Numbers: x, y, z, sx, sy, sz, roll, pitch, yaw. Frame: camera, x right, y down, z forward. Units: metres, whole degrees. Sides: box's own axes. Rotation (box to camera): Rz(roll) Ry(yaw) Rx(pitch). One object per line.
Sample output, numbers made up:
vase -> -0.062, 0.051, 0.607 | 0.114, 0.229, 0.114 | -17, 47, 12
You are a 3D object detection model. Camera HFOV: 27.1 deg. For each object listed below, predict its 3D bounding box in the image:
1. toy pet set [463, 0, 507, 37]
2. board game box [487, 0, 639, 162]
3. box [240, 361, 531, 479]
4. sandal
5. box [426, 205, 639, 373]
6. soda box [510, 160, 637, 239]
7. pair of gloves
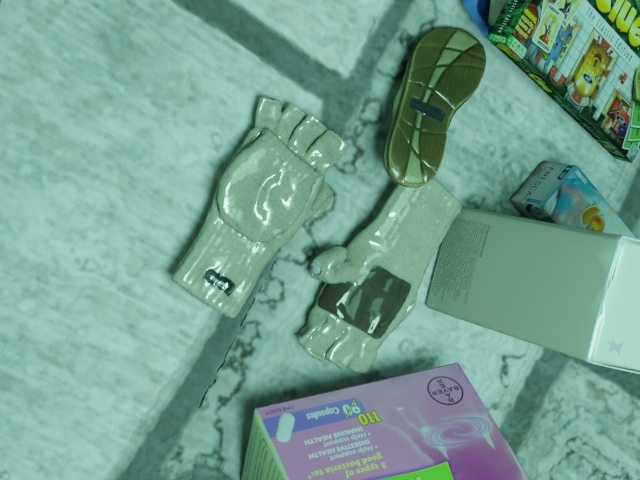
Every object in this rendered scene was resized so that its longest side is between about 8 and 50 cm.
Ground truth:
toy pet set -> 0.192, -0.222, 1.286 | 0.114, 0.065, 0.122 | -20, 120, -52
board game box -> 0.267, -0.189, 1.285 | 0.260, 0.030, 0.136 | 31, 83, -45
box -> 0.072, 0.252, 1.183 | 0.214, 0.243, 0.117 | -10, 137, -22
sandal -> 0.099, -0.126, 1.248 | 0.072, 0.049, 0.180 | 28, 68, -13
box -> 0.211, 0.040, 1.204 | 0.094, 0.275, 0.113 | 14, 92, -26
soda box -> 0.277, 0.003, 1.345 | 0.183, 0.063, 0.058 | 45, 78, -23
pair of gloves -> 0.000, 0.000, 1.232 | 0.240, 0.042, 0.204 | 27, 88, -25
